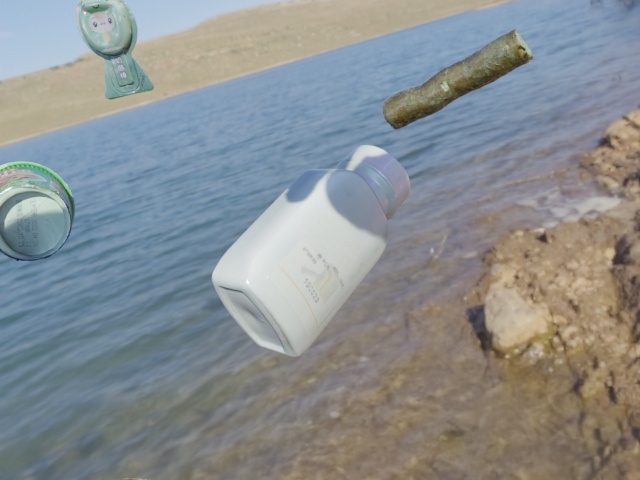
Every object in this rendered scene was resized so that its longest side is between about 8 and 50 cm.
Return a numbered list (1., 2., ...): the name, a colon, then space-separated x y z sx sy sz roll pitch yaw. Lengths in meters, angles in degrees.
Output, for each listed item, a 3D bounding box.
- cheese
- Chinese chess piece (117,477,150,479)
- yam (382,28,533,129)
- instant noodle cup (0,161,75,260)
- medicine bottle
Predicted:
1. cheese: -0.227 -0.218 0.704 0.067 0.120 0.026 -9 26 12
2. Chinese chess piece: -0.382 0.610 1.271 0.270 0.270 0.112 -12 3 13
3. yam: 0.205 -0.244 0.991 0.253 0.061 0.061 -23 8 41
4. instant noodle cup: -0.573 -0.048 1.263 0.207 0.207 0.233 -23 18 -23
5. medicine bottle: 0.000 0.000 0.855 0.111 0.161 0.296 9 49 46
